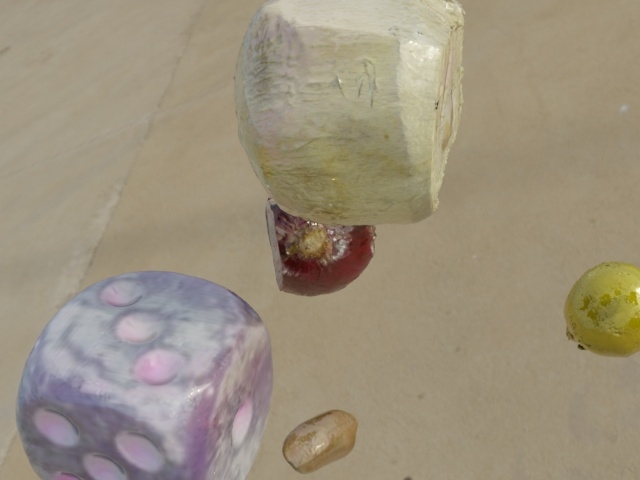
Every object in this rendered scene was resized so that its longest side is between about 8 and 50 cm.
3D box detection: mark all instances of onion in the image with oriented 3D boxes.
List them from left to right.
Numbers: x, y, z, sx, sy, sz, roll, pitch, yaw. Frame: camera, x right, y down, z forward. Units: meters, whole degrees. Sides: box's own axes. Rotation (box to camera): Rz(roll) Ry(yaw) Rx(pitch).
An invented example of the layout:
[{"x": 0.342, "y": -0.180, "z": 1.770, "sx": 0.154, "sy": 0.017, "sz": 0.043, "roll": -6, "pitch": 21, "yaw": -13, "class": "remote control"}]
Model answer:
[{"x": 0.006, "y": 0.000, "z": 1.395, "sx": 0.207, "sy": 0.206, "sz": 0.216, "roll": -11, "pitch": 10, "yaw": -2, "class": "onion"}]

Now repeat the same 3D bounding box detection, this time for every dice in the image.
[{"x": -0.231, "y": 0.220, "z": 1.039, "sx": 0.271, "sy": 0.270, "sz": 0.270, "roll": 11, "pitch": 35, "yaw": 14, "class": "dice"}]

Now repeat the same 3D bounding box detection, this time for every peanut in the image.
[{"x": 0.000, "y": 0.307, "z": 1.137, "sx": 0.076, "sy": 0.076, "sz": 0.152, "roll": 8, "pitch": 16, "yaw": 42, "class": "peanut"}]

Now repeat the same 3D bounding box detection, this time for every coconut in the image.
[{"x": 0.029, "y": -0.162, "z": 0.866, "sx": 0.254, "sy": 0.297, "sz": 0.297, "roll": 9, "pitch": 46, "yaw": 17, "class": "coconut"}]

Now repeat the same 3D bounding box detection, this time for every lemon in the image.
[{"x": 0.552, "y": 0.133, "z": 1.406, "sx": 0.206, "sy": 0.173, "sz": 0.173, "roll": -49, "pitch": 25, "yaw": 28, "class": "lemon"}]
